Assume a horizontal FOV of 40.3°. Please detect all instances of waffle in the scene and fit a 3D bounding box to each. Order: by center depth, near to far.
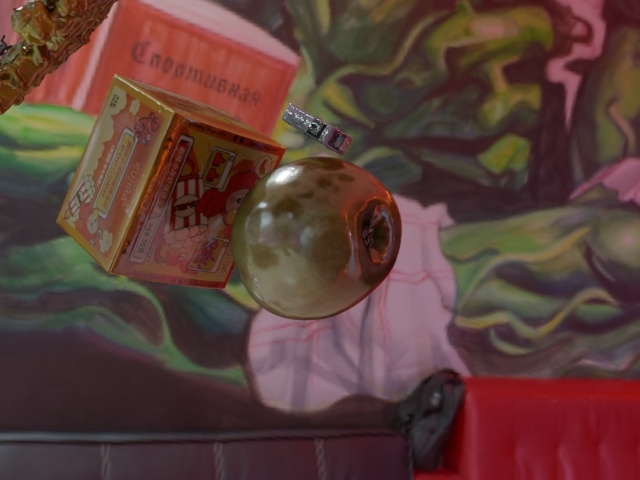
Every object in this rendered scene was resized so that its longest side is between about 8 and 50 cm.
[{"bbox_3d":[-0.318,-0.285,1.092,0.069,0.260,0.293,46,-36,-14],"label":"waffle"}]

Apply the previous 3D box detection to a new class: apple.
[{"bbox_3d":[0.000,0.000,1.345,0.234,0.257,0.256,5,2,40],"label":"apple"}]

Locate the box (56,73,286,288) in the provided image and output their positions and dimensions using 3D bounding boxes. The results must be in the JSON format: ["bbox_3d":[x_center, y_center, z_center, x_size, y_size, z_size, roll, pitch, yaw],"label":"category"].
[{"bbox_3d":[-0.250,-0.091,1.489,0.214,0.284,0.259,32,13,39],"label":"box"}]

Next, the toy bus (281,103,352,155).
[{"bbox_3d":[-0.007,-0.173,1.348,0.052,0.037,0.130,28,6,-44],"label":"toy bus"}]
